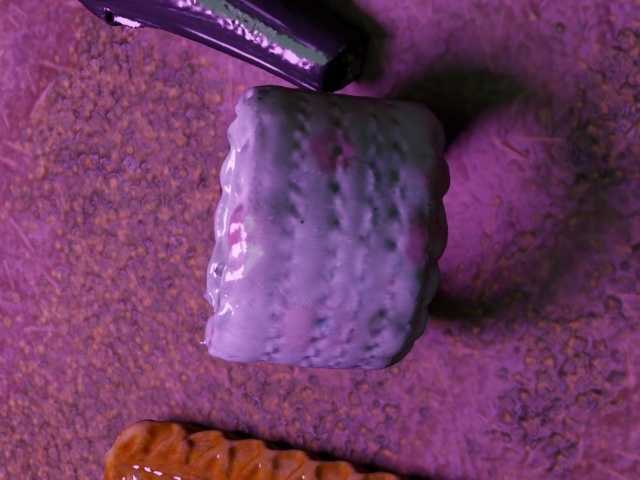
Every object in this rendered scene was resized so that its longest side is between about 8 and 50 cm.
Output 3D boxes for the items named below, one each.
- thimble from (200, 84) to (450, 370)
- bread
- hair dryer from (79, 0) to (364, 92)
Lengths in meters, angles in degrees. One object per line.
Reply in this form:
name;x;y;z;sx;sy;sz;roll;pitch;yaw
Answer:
thimble;0.000;0.000;1.076;0.149;0.185;0.211;6;139;-8
bread;-0.024;0.210;1.220;0.368;0.077;0.084;9;107;33
hair dryer;-0.057;-0.305;1.129;0.304;0.120;0.359;30;107;16
